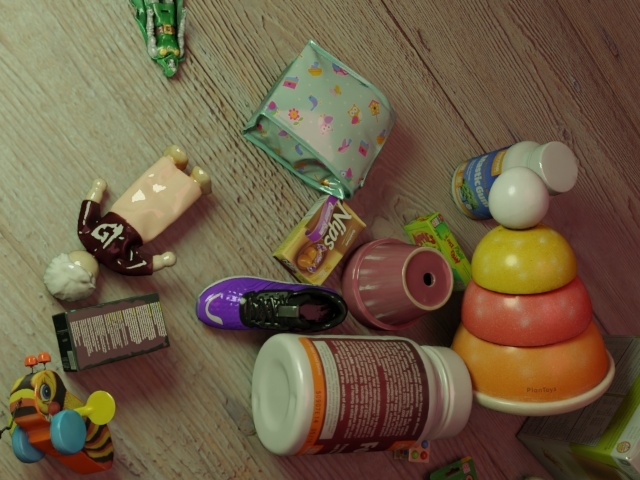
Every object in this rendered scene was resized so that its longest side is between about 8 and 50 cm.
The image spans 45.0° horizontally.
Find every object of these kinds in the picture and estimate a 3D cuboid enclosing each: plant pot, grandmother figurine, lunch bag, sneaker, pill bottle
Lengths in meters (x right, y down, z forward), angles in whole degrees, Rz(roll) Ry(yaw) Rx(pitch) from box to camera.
[{"bbox_3d":[0.171,0.086,1.605,0.201,0.180,0.201,5,79,-28],"label":"plant pot"},{"bbox_3d":[-0.346,-0.018,1.386,0.208,0.104,0.342,40,66,12],"label":"grandmother figurine"},{"bbox_3d":[0.011,-0.236,1.578,0.262,0.160,0.223,35,66,-14],"label":"lunch bag"},{"bbox_3d":[-0.083,0.123,1.452,0.293,0.146,0.102,1,94,-17],"label":"sneaker"},{"bbox_3d":[0.434,-0.138,1.731,0.152,0.272,0.152,5,80,-28],"label":"pill bottle"},{"bbox_3d":[0.084,0.297,1.501,0.392,0.224,0.224,6,80,-28],"label":"pill bottle"}]

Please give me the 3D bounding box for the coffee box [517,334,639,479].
[{"bbox_3d":[0.736,0.450,1.776,0.337,0.334,0.338,48,65,-16],"label":"coffee box"}]

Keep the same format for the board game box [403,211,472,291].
[{"bbox_3d":[0.268,0.029,1.718,0.043,0.092,0.181,-38,101,-27],"label":"board game box"}]

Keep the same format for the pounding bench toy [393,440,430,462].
[{"bbox_3d":[0.181,0.436,1.624,0.083,0.065,0.052,12,77,-27],"label":"pounding bench toy"}]

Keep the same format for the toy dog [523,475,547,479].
[{"bbox_3d":[0.507,0.699,1.708,0.334,0.161,0.220,63,15,25],"label":"toy dog"}]

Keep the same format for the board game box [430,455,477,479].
[{"bbox_3d":[0.308,0.613,1.686,0.124,0.039,0.259,-14,92,-31],"label":"board game box"}]

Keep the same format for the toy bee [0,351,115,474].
[{"bbox_3d":[-0.424,0.266,1.232,0.195,0.298,0.162,-4,61,-2],"label":"toy bee"}]

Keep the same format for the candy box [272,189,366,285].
[{"bbox_3d":[0.000,0.000,1.596,0.109,0.053,0.187,47,65,-16],"label":"candy box"}]

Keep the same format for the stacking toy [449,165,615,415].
[{"bbox_3d":[0.422,0.080,1.574,0.350,0.350,0.480,-19,115,-30],"label":"stacking toy"}]

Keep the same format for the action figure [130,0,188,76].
[{"bbox_3d":[-0.304,-0.429,1.489,0.137,0.063,0.232,-9,91,-33],"label":"action figure"}]

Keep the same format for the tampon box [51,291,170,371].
[{"bbox_3d":[-0.361,0.158,1.330,0.161,0.120,0.101,-11,87,-30],"label":"tampon box"}]
